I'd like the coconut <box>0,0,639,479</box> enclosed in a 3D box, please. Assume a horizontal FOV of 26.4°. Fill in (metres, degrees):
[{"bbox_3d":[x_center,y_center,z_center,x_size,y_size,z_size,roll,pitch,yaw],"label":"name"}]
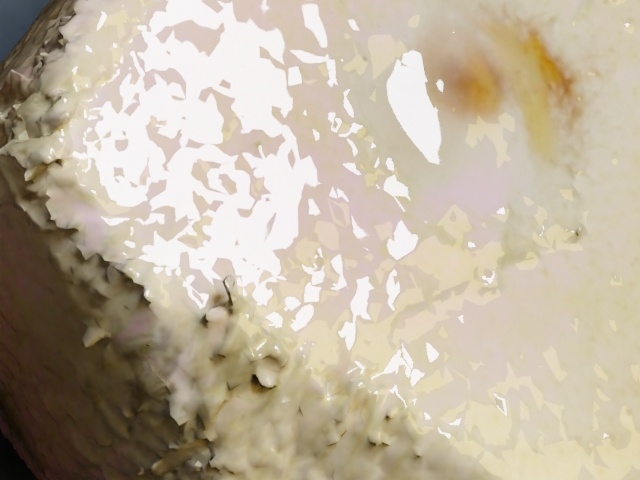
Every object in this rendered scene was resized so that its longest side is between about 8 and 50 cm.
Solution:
[{"bbox_3d":[0.000,0.000,0.713,0.404,0.404,0.405,4,84,-49],"label":"coconut"}]
